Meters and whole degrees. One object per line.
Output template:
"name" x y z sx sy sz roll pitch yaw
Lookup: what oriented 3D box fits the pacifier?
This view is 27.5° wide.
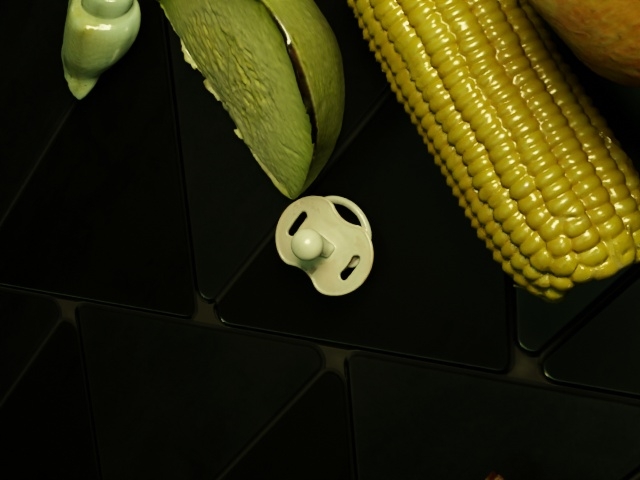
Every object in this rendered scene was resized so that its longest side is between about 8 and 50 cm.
"pacifier" 0.000 0.000 1.154 0.099 0.078 0.081 39 104 19

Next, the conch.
"conch" -0.217 -0.212 1.241 0.088 0.065 0.180 45 133 13

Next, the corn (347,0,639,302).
"corn" 0.124 -0.118 0.986 0.131 0.131 0.344 -33 84 39

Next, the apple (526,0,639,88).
"apple" 0.222 -0.216 0.797 0.264 0.264 0.264 13 114 32

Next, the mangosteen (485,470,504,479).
"mangosteen" 0.148 0.321 1.100 0.211 0.211 0.250 -13 71 39

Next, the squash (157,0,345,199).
"squash" -0.071 -0.158 1.102 0.204 0.155 0.237 -39 83 37
